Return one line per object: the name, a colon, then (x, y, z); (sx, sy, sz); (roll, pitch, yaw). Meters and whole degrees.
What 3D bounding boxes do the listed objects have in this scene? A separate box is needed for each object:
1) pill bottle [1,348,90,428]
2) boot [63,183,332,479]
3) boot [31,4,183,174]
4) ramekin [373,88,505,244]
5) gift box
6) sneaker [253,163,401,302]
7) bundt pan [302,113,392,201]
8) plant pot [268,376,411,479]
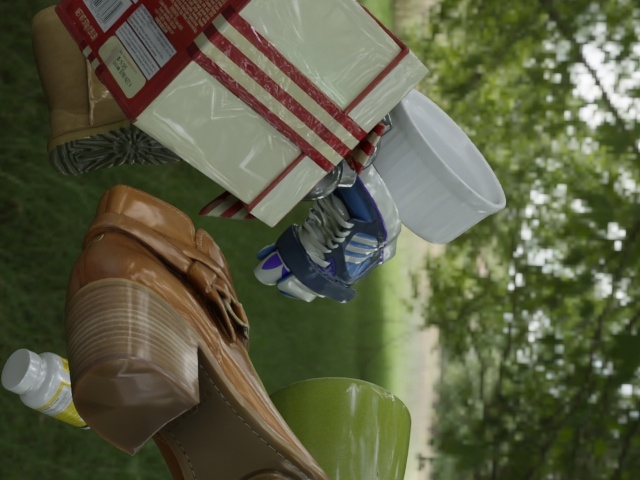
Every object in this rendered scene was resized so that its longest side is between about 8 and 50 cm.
pill bottle: (-0.293, 0.162, 1.298); (0.116, 0.065, 0.065); (35, 49, -42)
boot: (-0.075, 0.103, 0.821); (0.283, 0.109, 0.220); (44, 17, -28)
boot: (-0.273, -0.225, 1.596); (0.089, 0.236, 0.269); (92, -12, -52)
ramekin: (0.184, -0.124, 2.047); (0.277, 0.135, 0.277); (41, 23, -21)
gift box: (-0.089, -0.182, 1.167); (0.258, 0.276, 0.255); (35, 18, -48)
sneaker: (0.000, 0.000, 1.904); (0.130, 0.236, 0.322); (59, -9, 24)
bundt pan: (-0.019, -0.200, 1.624); (0.331, 0.124, 0.330); (-14, 112, -38)
plant pot: (0.021, 0.426, 1.948); (0.274, 0.275, 0.293); (87, 3, -47)
